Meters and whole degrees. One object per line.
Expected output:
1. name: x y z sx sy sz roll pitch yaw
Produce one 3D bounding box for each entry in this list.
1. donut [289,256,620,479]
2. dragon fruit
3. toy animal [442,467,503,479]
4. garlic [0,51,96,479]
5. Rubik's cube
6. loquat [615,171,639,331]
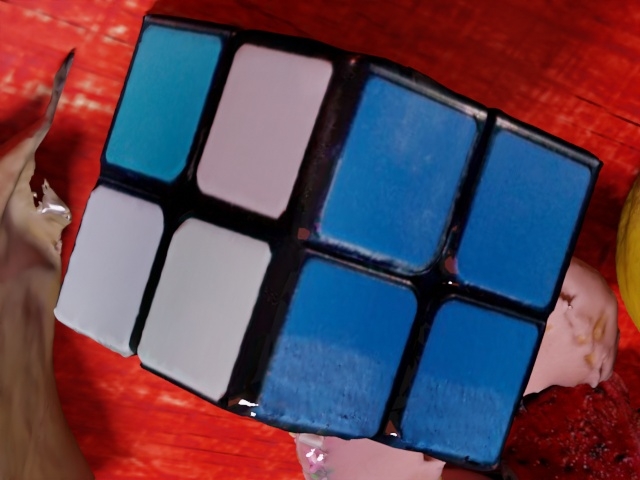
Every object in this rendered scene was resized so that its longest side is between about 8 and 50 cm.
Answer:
1. donut: 0.074 0.077 0.971 0.233 0.085 0.199 -37 138 5
2. dragon fruit: 0.194 0.170 1.054 0.122 0.192 0.092 28 118 -28
3. toy animal: 0.113 0.282 1.080 0.187 0.235 0.165 6 118 -35
4. garlic: -0.200 0.081 0.806 0.196 0.151 0.338 -35 137 -39
5. Rubik's cube: 0.000 -0.001 0.753 0.183 0.180 0.167 19 90 -38
6. loquat: 0.282 0.004 0.930 0.213 0.213 0.246 -50 157 17
